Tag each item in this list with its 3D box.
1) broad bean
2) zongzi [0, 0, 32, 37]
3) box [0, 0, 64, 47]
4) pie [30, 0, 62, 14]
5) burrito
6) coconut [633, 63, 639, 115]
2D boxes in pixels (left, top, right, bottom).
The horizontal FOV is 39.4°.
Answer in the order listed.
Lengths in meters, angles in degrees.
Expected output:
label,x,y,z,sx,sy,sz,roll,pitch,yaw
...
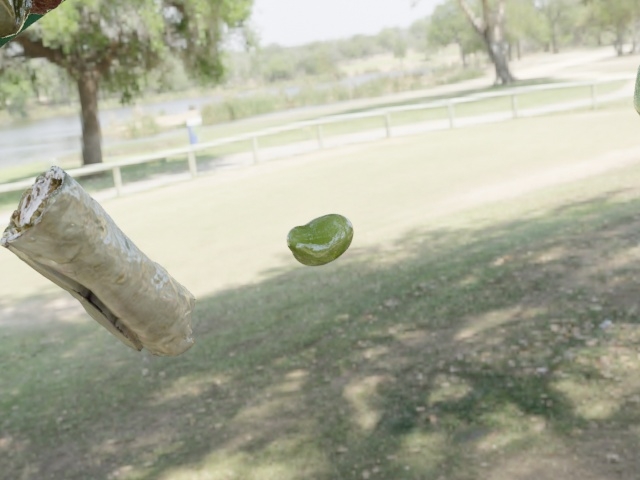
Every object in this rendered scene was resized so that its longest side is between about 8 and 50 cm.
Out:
label,x,y,z,sx,sy,sz,roll,pitch,yaw
broad bean,0.000,0.000,1.047,0.083,0.063,0.045,-17,-38,19
zongzi,-0.364,-0.320,0.656,0.322,0.361,0.160,3,8,30
box,-0.439,-0.385,1.098,0.106,0.264,0.337,8,45,36
pie,-0.319,-0.312,0.936,0.154,0.155,0.036,1,35,28
burrito,-0.250,0.027,1.011,0.143,0.299,0.105,25,70,39
coconut,0.576,-0.228,1.280,0.235,0.236,0.204,-2,13,17
